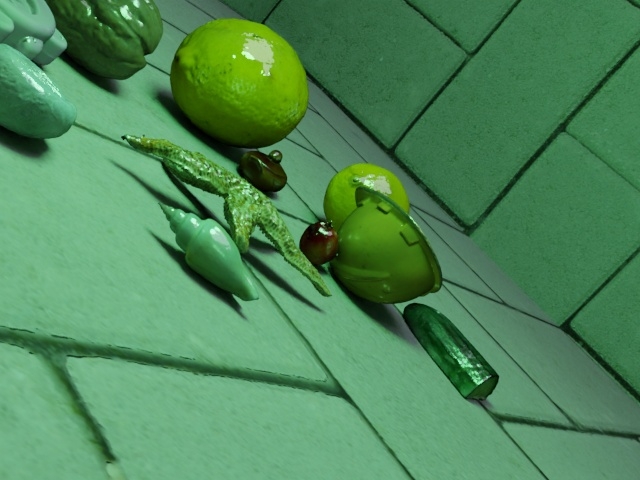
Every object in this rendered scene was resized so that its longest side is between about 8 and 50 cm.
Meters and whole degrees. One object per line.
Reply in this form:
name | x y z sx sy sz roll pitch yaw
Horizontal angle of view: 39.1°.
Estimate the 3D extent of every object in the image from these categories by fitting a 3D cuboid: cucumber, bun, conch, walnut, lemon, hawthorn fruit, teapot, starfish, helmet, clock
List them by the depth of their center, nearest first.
bun | -0.371 -0.176 1.116 0.141 0.083 0.141 44 4 -4
conch | -0.150 0.018 1.173 0.180 0.088 0.065 47 58 0
clock | -0.487 -0.353 1.306 0.227 0.090 0.248 53 11 8
starfish | -0.124 -0.052 1.370 0.347 0.078 0.358 37 3 21
walnut | -0.384 -0.388 1.559 0.230 0.178 0.178 35 14 -6
hawthorn fruit | -0.003 0.005 1.571 0.077 0.077 0.077 38 13 -11
helmet | 0.091 0.029 1.611 0.257 0.140 0.205 39 -25 45
cucumber | 0.238 0.193 1.673 0.115 0.063 0.244 25 19 -51
teapot | -0.106 -0.143 1.751 0.098 0.078 0.129 44 14 16
lemon | -0.159 -0.309 1.783 0.284 0.260 0.260 36 14 -24
lemon | 0.094 -0.070 1.849 0.178 0.178 0.203 49 -10 32
